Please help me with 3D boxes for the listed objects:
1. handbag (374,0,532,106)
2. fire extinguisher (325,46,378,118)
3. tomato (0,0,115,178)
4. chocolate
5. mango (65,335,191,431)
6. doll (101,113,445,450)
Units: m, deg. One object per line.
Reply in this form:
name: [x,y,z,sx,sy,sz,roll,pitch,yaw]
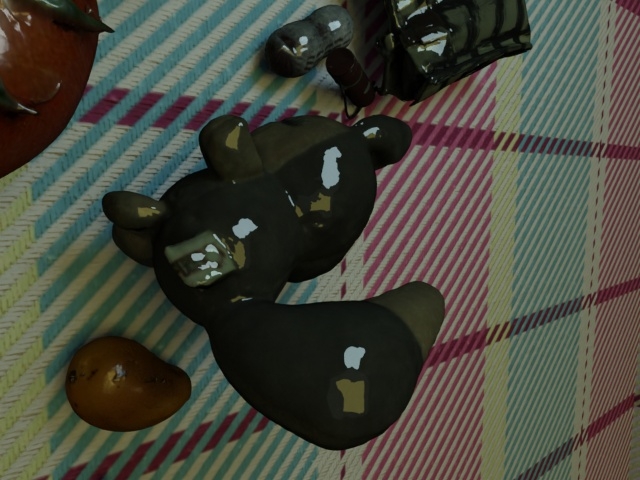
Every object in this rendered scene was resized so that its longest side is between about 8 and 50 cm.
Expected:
handbag: [0.194,-0.422,0.786,0.327,0.162,0.325,-33,112,-35]
fire extinguisher: [0.050,-0.235,0.752,0.078,0.045,0.157,-62,160,5]
tomato: [-0.339,-0.184,0.328,0.341,0.272,0.342,4,84,-51]
chocolate: [-0.015,-0.286,0.697,0.167,0.072,0.072,-43,120,-30]
mango: [-0.223,0.179,0.576,0.159,0.084,0.105,40,76,-35]
doll: [-0.012,0.020,0.593,0.382,0.252,0.379,-28,82,-37]
